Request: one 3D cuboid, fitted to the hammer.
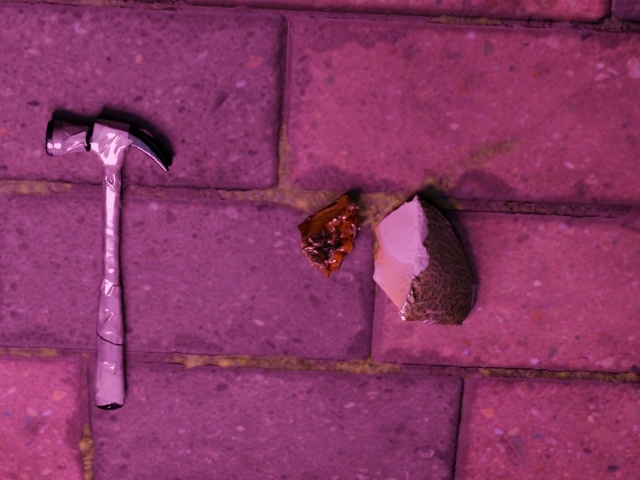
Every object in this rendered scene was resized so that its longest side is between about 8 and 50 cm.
[{"bbox_3d":[-0.274,0.038,2.123,0.152,0.044,0.427,5,121,-3],"label":"hammer"}]

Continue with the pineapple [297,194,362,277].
[{"bbox_3d":[0.000,0.000,2.068,0.077,0.114,0.114,25,115,7],"label":"pineapple"}]

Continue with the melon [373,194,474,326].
[{"bbox_3d":[0.122,0.054,2.090,0.093,0.139,0.202,-8,125,31],"label":"melon"}]
